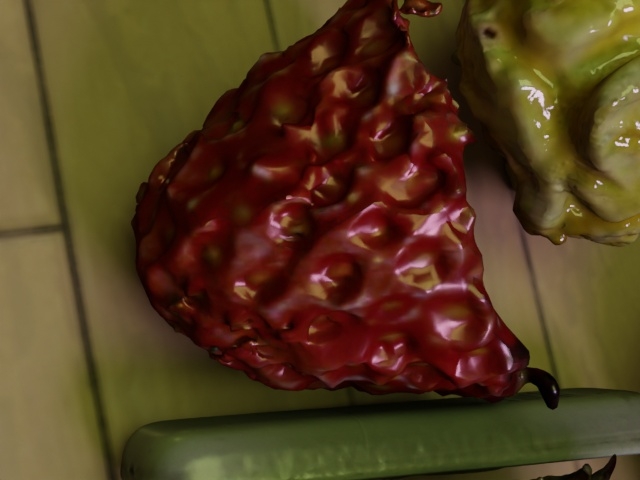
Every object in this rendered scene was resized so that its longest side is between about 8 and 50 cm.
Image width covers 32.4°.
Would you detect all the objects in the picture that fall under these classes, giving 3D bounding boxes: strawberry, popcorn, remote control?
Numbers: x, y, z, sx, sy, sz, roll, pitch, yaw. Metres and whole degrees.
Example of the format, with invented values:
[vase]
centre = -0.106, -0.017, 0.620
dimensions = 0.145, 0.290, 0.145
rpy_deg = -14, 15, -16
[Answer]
[strawberry]
centre = 0.000, 0.000, 0.565
dimensions = 0.178, 0.234, 0.233
rpy_deg = -18, 84, 2
[popcorn]
centre = 0.160, -0.097, 0.643
dimensions = 0.185, 0.187, 0.167
rpy_deg = 45, 62, 9
[remote control]
centre = 0.050, 0.106, 0.588
dimensions = 0.310, 0.090, 0.038
rpy_deg = 0, 86, -26

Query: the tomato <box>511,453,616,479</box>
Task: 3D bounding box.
[tomato]
centre = 0.100, 0.224, 0.494
dimensions = 0.256, 0.256, 0.224
rpy_deg = -6, 61, -26
